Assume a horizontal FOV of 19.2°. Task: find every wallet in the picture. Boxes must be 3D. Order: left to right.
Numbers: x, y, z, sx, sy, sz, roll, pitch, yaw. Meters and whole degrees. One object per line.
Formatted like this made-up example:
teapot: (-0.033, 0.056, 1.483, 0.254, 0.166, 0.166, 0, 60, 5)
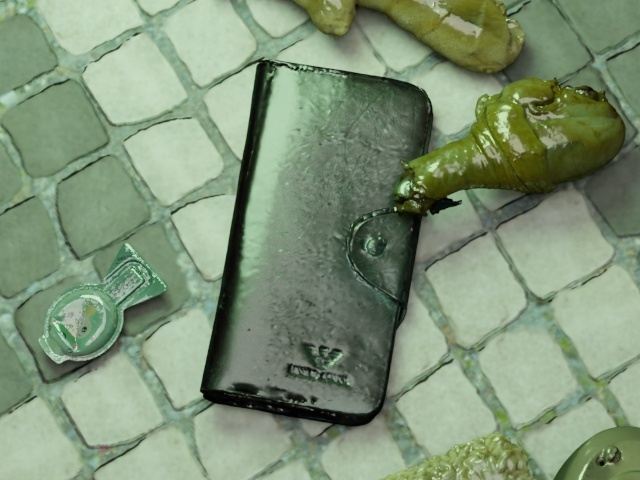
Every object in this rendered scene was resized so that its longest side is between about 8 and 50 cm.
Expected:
wallet: (0.000, 0.000, 1.682, 0.172, 0.045, 0.318, 10, 75, 1)

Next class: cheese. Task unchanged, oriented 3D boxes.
cheese: (-0.198, 0.061, 1.686, 0.121, 0.026, 0.067, -42, 79, -8)

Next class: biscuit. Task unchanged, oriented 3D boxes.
biscuit: (0.100, 0.224, 1.614, 0.168, 0.070, 0.082, -20, 85, -4)

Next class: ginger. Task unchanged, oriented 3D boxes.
ginger: (0.029, -0.249, 1.729, 0.334, 0.081, 0.147, 11, 93, 6)

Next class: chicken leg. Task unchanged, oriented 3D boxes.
chicken leg: (0.160, -0.084, 1.669, 0.228, 0.088, 0.103, -16, 91, -7)

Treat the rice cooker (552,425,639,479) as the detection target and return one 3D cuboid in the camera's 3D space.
rice cooker: (0.249, 0.253, 1.566, 0.145, 0.127, 0.206, 13, 61, 5)
